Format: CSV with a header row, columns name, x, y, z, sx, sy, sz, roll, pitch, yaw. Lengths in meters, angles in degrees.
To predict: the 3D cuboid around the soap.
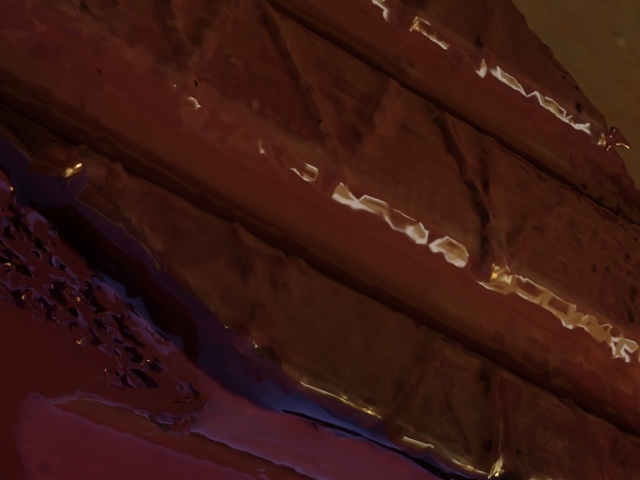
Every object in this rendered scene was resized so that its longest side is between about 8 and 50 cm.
name,x,y,z,sx,sy,sz,roll,pitch,yaw
soap,0.000,0.000,0.447,0.289,0.182,0.112,26,140,-27
